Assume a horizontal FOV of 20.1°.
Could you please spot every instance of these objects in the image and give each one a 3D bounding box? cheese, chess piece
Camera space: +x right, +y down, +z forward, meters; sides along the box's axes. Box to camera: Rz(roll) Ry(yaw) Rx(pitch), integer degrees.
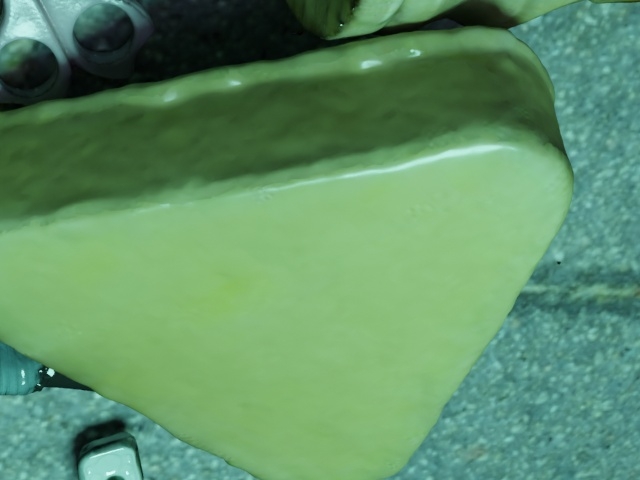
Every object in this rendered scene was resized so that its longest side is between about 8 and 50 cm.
[{"bbox_3d":[-0.142,0.235,1.322,0.127,0.050,0.235,-16,126,-10],"label":"cheese"},{"bbox_3d":[0.001,0.001,1.114,0.384,0.104,0.384,-2,140,-2],"label":"cheese"},{"bbox_3d":[0.131,-0.181,1.108,0.301,0.137,0.137,-1,122,-24],"label":"chess piece"}]

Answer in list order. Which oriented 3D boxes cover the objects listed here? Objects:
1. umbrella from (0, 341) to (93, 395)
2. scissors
[{"bbox_3d":[-0.244,0.073,1.165,0.250,0.053,0.052,10,117,-28],"label":"umbrella"},{"bbox_3d":[-0.177,-0.165,1.055,0.110,0.021,0.212,-26,129,-2],"label":"scissors"}]
